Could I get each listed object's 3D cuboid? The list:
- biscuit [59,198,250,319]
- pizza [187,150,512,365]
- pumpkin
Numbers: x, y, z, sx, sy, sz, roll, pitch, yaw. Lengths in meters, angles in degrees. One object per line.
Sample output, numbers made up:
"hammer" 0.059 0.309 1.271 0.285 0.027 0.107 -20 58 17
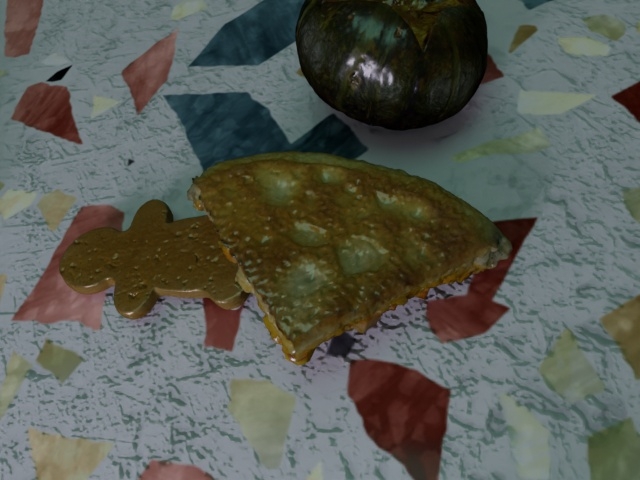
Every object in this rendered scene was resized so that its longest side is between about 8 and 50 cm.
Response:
"biscuit" -0.187 0.022 0.818 0.240 0.035 0.158 -2 54 13
"pizza" 0.023 -0.022 0.751 0.268 0.087 0.258 -24 58 -15
"pumpkin" 0.083 -0.232 0.839 0.237 0.159 0.238 4 46 -4
